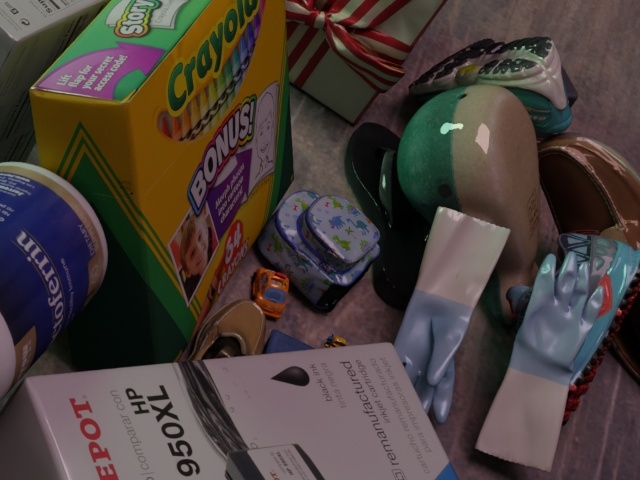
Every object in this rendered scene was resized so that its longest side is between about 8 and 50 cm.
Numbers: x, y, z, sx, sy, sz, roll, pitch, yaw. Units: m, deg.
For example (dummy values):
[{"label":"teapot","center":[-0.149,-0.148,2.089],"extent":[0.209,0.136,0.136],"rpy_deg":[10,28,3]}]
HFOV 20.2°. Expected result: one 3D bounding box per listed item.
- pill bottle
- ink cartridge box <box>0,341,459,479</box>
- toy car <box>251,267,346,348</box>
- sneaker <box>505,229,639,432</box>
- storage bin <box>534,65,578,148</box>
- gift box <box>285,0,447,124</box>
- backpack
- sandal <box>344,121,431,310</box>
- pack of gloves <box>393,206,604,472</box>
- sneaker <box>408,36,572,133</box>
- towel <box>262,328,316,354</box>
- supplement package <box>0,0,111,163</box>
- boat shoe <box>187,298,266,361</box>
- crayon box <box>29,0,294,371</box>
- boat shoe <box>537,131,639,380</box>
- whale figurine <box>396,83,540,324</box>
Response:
[{"label":"pill bottle","center":[-0.296,0.055,1.480],"extent":[0.153,0.153,0.265],"rpy_deg":[37,36,-1]},{"label":"ink cartridge box","center":[-0.071,0.258,1.554],"extent":[0.395,0.166,0.285],"rpy_deg":[-3,55,-36]},{"label":"toy car","center":[-0.018,0.068,1.862],"extent":[0.122,0.040,0.060],"rpy_deg":[32,41,-6]},{"label":"sneaker","center":[0.249,0.104,1.949],"extent":[0.125,0.104,0.262],"rpy_deg":[26,68,16]},{"label":"storage bin","center":[0.252,-0.168,2.231],"extent":[0.135,0.091,0.098],"rpy_deg":[-1,54,-35]},{"label":"gift box","center":[0.029,-0.331,2.092],"extent":[0.255,0.276,0.258],"rpy_deg":[30,43,-1]},{"label":"backpack","center":[0.000,0.000,1.904],"extent":[0.114,0.084,0.105],"rpy_deg":[39,39,6]},{"label":"sandal","center":[0.093,-0.036,2.024],"extent":[0.097,0.054,0.254],"rpy_deg":[10,48,-28]},{"label":"pack of gloves","center":[0.179,0.100,1.850],"extent":[0.195,0.046,0.232],"rpy_deg":[18,83,4]},{"label":"sneaker","center":[0.196,-0.169,2.109],"extent":[0.107,0.275,0.110],"rpy_deg":[-34,109,-20]},{"label":"towel","center":[-0.008,0.142,1.810],"extent":[0.119,0.029,0.067],"rpy_deg":[29,41,-11]},{"label":"supplement package","center":[-0.354,-0.188,1.690],"extent":[0.204,0.262,0.145],"rpy_deg":[43,41,8]},{"label":"boat shoe","center":[-0.092,0.113,1.744],"extent":[0.068,0.072,0.190],"rpy_deg":[33,41,-5]},{"label":"crayon box","center":[-0.136,-0.097,1.719],"extent":[0.106,0.313,0.363],"rpy_deg":[11,39,16]},{"label":"boat shoe","center":[0.340,0.025,2.048],"extent":[0.116,0.123,0.324],"rpy_deg":[-42,103,-38]},{"label":"whale figurine","center":[0.169,-0.040,1.997],"extent":[0.216,0.141,0.272],"rpy_deg":[-59,140,-51]}]
